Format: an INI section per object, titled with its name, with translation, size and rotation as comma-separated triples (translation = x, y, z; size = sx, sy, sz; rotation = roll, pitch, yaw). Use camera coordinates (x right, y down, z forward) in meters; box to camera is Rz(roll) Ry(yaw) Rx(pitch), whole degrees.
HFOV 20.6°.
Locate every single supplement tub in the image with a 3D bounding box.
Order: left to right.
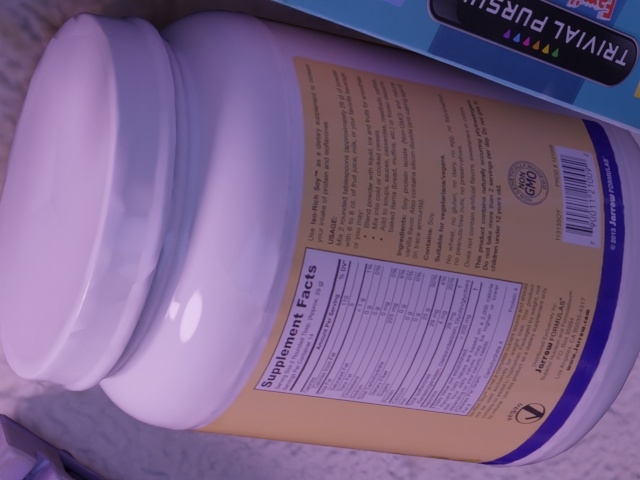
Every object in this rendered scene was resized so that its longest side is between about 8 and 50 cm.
[supplement tub]
translation = 0.000, 0.000, 1.025
size = 0.331, 0.241, 0.241
rotation = 10, 110, -25

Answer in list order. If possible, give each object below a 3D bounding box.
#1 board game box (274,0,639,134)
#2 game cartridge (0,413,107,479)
[board game box]
translation = 0.031, -0.164, 0.906
size = 0.336, 0.254, 0.079
rotation = 13, 110, -43
[game cartridge]
translation = -0.156, 0.292, 1.208
size = 0.230, 0.068, 0.355
rotation = -46, 122, 8
